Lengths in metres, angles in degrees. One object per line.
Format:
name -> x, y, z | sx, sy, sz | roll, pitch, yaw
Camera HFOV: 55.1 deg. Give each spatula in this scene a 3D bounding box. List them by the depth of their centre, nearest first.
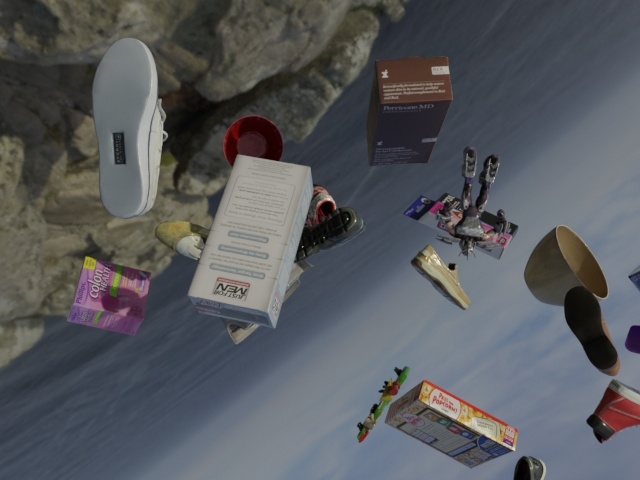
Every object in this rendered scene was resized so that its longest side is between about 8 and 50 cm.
spatula -> 1.040, 0.239, 1.926 | 0.084, 0.030, 0.296 | 6, -137, 46

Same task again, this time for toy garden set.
toy garden set -> 0.169, 0.481, 1.800 | 0.244, 0.049, 0.204 | -57, 168, 7

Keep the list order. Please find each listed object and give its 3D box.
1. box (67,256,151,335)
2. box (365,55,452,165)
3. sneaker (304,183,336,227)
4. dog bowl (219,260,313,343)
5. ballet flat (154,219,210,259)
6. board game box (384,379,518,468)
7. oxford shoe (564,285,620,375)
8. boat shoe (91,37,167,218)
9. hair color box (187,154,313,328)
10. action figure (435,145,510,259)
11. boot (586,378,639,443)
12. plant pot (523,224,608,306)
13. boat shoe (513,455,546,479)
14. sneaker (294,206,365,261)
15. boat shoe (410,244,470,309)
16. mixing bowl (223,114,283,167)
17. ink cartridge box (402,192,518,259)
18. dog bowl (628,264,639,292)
box -> -0.754, 0.199, 2.203 | 0.117, 0.243, 0.214 | -54, -151, 42
box -> 0.237, -0.349, 1.718 | 0.191, 0.143, 0.381 | -3, 161, 0
sneaker -> -0.037, -0.040, 1.987 | 0.090, 0.145, 0.270 | 15, 107, -29
dog bowl -> -0.177, 0.169, 1.939 | 0.349, 0.102, 0.349 | -46, 175, -5
ballet flat -> -0.392, 0.028, 2.076 | 0.348, 0.123, 0.123 | 24, 123, -41
board game box -> 0.235, 0.341, 1.123 | 0.045, 0.193, 0.147 | -64, -176, -37
oxford shoe -> 0.580, 0.195, 1.313 | 0.076, 0.212, 0.076 | -25, 136, 24
boat shoe -> -0.387, -0.232, 1.311 | 0.135, 0.367, 0.156 | 0, -176, 7
hair color box -> -0.150, -0.004, 1.417 | 0.113, 0.185, 0.374 | 83, 20, -62
action figure -> 0.391, -0.087, 1.576 | 0.099, 0.185, 0.285 | 112, -12, -79
boot -> 0.862, 0.506, 1.715 | 0.176, 0.244, 0.088 | -62, -163, 9
plant pot -> 0.817, 0.116, 2.103 | 0.191, 0.284, 0.284 | -39, 174, 35
boat shoe -> 0.575, 0.738, 1.766 | 0.084, 0.079, 0.233 | 9, -103, 51
sneaker -> 0.000, 0.000, 1.646 | 0.267, 0.101, 0.106 | -21, 158, 23
boat shoe -> 0.291, 0.083, 1.398 | 0.072, 0.190, 0.068 | -50, -153, -7
mixing bowl -> -0.208, -0.289, 1.887 | 0.181, 0.181, 0.098 | -39, -169, -3
ink cartridge box -> 0.491, -0.071, 2.150 | 0.176, 0.371, 0.069 | -41, 149, -48
dog bowl -> 0.988, 0.063, 1.674 | 0.265, 0.104, 0.265 | -32, 166, -9
